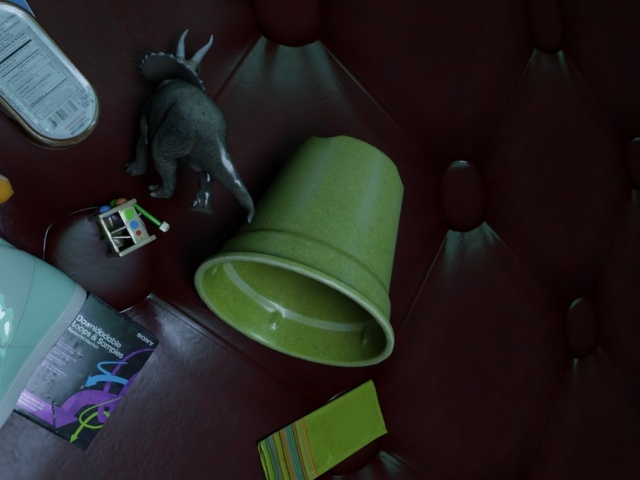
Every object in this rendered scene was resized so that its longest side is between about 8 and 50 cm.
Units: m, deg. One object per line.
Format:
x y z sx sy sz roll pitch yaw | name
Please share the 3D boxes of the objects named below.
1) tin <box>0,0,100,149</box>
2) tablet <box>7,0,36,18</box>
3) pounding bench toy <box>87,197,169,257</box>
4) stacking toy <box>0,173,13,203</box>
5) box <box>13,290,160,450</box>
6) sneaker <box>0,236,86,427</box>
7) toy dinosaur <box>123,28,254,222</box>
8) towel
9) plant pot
-0.346 -0.195 0.727 0.190 0.040 0.106 51 59 -26 | tin
-0.378 -0.279 0.729 0.054 0.006 0.083 -38 109 -30 | tablet
-0.245 -0.026 0.789 0.083 0.052 0.065 -32 106 -32 | pounding bench toy
-0.454 -0.085 0.595 0.302 0.175 0.166 14 79 -46 | stacking toy
-0.293 0.161 0.762 0.116 0.029 0.162 43 64 -27 | box
-0.386 0.116 0.654 0.151 0.094 0.256 46 54 -32 | sneaker
-0.169 -0.133 0.754 0.121 0.313 0.160 -3 128 -26 | toy dinosaur
0.010 0.317 0.981 0.237 0.021 0.102 -20 101 -35 | towel
0.000 0.000 0.860 0.276 0.276 0.254 39 55 -29 | plant pot
